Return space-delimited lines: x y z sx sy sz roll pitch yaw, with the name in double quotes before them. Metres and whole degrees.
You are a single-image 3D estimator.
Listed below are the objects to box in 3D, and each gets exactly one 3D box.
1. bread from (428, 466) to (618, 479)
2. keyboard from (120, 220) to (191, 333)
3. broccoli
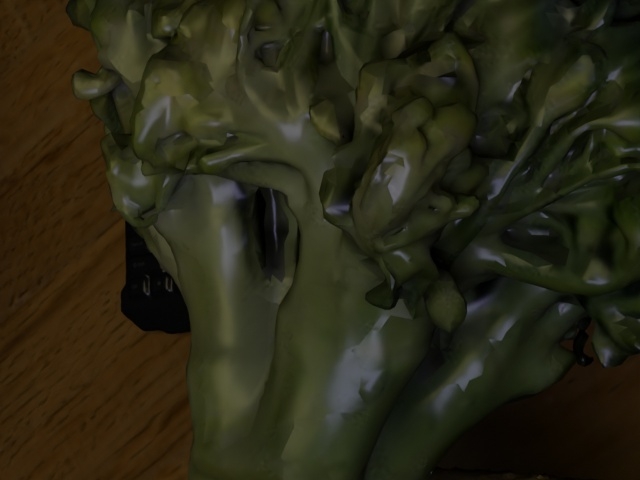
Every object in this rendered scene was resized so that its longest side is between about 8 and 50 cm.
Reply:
"bread" 0.060 0.158 0.638 0.196 0.102 0.138 2 83 30
"keyboard" 0.012 -0.019 0.753 0.262 0.016 0.106 -8 75 30
"broccoli" 0.000 0.000 0.585 0.248 0.288 0.245 23 66 1
